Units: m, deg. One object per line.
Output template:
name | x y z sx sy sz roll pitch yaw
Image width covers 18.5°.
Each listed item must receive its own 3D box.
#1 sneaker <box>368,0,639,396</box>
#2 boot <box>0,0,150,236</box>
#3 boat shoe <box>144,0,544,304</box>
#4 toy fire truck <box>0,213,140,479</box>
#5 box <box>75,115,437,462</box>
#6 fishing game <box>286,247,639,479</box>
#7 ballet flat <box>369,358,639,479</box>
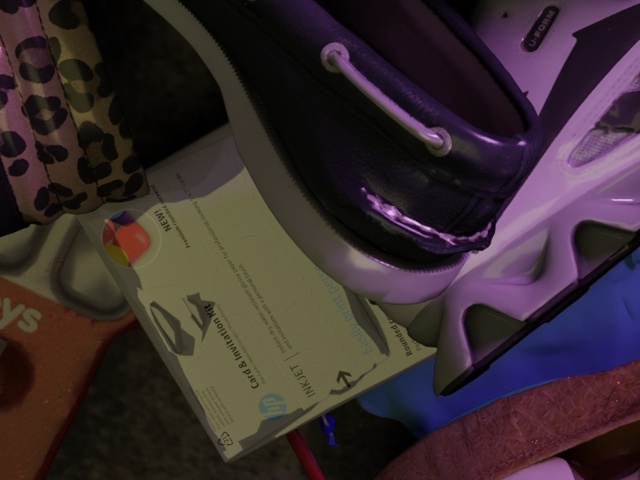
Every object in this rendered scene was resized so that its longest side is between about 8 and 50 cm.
sneaker | 0.140 -0.089 0.829 0.330 0.122 0.146 -36 80 1
boot | -0.259 -0.131 0.868 0.284 0.138 0.377 -19 83 -4
boat shoe | -0.018 -0.117 0.789 0.302 0.114 0.091 51 129 17
toy fire truck | -0.250 0.027 0.988 0.302 0.169 0.254 27 98 -7
box | 0.000 0.000 0.927 0.186 0.038 0.145 -29 97 11
fishing game | 0.084 0.024 0.983 0.264 0.041 0.189 -22 117 13
ballet flat | 0.167 0.119 0.948 0.342 0.124 0.116 -21 119 11
